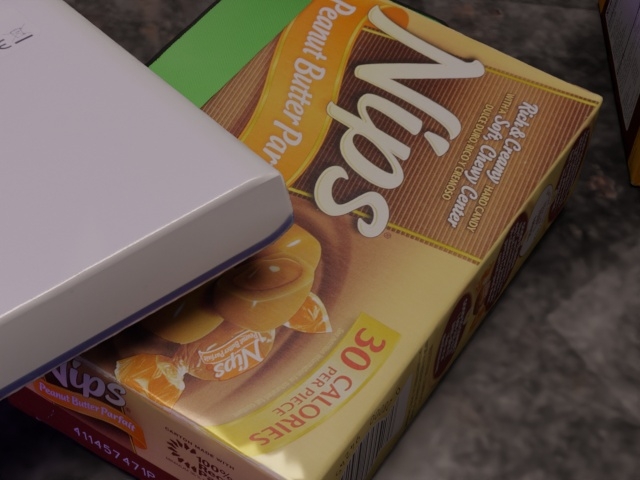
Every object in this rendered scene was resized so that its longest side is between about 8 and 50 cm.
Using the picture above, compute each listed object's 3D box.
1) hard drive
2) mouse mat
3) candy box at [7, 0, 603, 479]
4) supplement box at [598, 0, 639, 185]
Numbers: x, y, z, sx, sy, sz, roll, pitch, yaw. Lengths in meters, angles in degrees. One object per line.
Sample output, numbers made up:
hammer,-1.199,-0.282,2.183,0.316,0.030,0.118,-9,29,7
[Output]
hard drive,-0.184,-0.039,0.675,0.210,0.040,0.318,-30,40,-18
mouse mat,-0.016,-0.123,0.875,0.152,0.007,0.190,27,52,17
candy box,0.000,0.000,0.707,0.183,0.088,0.316,28,52,17
supplement box,0.298,-0.140,0.846,0.191,0.129,0.194,5,48,-3
